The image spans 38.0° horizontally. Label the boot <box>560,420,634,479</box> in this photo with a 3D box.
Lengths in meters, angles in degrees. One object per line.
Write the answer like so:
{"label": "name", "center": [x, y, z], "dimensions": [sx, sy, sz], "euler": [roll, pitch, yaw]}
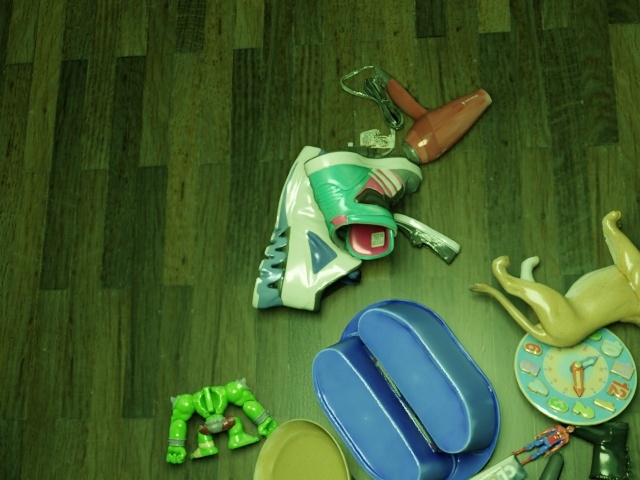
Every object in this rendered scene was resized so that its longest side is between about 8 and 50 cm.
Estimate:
{"label": "boot", "center": [0.467, 0.354, 1.573], "dimensions": [0.121, 0.045, 0.099], "euler": [3, 80, 11]}

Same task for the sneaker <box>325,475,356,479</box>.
{"label": "sneaker", "center": [0.049, 0.508, 1.560], "dimensions": [0.110, 0.107, 0.275], "euler": [-22, 71, 11]}

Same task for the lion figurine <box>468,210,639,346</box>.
{"label": "lion figurine", "center": [0.478, 0.097, 1.600], "dimensions": [0.392, 0.142, 0.240], "euler": [-24, 69, 3]}

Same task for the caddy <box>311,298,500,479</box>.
{"label": "caddy", "center": [0.147, 0.261, 1.582], "dimensions": [0.241, 0.179, 0.341], "euler": [-42, 70, 20]}

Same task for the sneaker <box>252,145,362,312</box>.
{"label": "sneaker", "center": [0.000, 0.001, 1.718], "dimensions": [0.182, 0.127, 0.315], "euler": [15, 72, 0]}

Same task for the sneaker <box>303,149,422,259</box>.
{"label": "sneaker", "center": [0.099, -0.057, 1.644], "dimensions": [0.124, 0.295, 0.178], "euler": [-22, 75, 39]}

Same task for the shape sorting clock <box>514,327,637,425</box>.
{"label": "shape sorting clock", "center": [0.437, 0.220, 1.593], "dimensions": [0.206, 0.040, 0.206], "euler": [0, 56, -1]}

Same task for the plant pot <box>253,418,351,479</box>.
{"label": "plant pot", "center": [-0.026, 0.423, 1.574], "dimensions": [0.236, 0.032, 0.236], "euler": [-13, 71, 43]}

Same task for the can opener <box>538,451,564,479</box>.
{"label": "can opener", "center": [0.361, 0.439, 1.553], "dimensions": [0.073, 0.059, 0.186], "euler": [28, 79, 16]}

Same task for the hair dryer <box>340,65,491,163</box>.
{"label": "hair dryer", "center": [0.179, -0.252, 1.779], "dimensions": [0.293, 0.080, 0.223], "euler": [0, 73, 8]}

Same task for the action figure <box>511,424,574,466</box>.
{"label": "action figure", "center": [0.381, 0.345, 1.578], "dimensions": [0.115, 0.030, 0.038], "euler": [-35, 66, 14]}

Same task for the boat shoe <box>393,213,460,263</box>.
{"label": "boat shoe", "center": [0.189, -0.004, 1.719], "dimensions": [0.142, 0.049, 0.040], "euler": [28, 80, 13]}

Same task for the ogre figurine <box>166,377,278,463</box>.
{"label": "ogre figurine", "center": [-0.184, 0.317, 1.654], "dimensions": [0.197, 0.097, 0.118], "euler": [-17, 83, 15]}

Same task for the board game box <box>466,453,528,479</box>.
{"label": "board game box", "center": [0.220, 0.432, 1.521], "dimensions": [0.243, 0.165, 0.042], "euler": [-30, 71, -1]}
